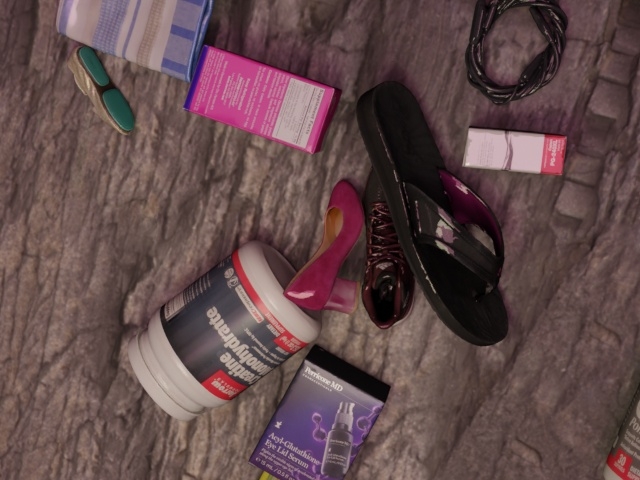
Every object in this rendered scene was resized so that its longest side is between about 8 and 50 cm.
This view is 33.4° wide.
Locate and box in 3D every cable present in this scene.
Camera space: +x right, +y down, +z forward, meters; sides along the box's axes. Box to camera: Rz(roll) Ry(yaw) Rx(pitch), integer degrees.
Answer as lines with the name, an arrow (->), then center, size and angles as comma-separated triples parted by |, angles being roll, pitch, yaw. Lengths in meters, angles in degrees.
cable -> 0.305, -0.301, 1.667 | 0.150, 0.047, 0.185 | 9, 95, 2

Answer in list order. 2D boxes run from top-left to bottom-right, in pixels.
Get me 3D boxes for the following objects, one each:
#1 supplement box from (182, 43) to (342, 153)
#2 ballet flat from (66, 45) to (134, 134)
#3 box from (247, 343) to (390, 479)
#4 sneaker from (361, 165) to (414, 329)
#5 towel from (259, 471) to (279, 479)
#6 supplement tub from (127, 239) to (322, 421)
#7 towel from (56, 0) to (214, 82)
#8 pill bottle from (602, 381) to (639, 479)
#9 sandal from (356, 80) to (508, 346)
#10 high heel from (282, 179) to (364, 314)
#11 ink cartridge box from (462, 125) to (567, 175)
supplement box -> -0.089, -0.223, 1.693 | 0.220, 0.111, 0.114 | 21, 99, 4
ballet flat -> -0.365, -0.243, 1.767 | 0.052, 0.057, 0.168 | -30, 88, 38
box -> 0.000, 0.300, 1.746 | 0.153, 0.108, 0.207 | 28, 100, 4
sneaker -> 0.113, 0.008, 1.666 | 0.106, 0.162, 0.281 | 0, 97, 8
towel -> -0.008, 0.473, 1.790 | 0.237, 0.021, 0.102 | 28, 69, 3
supplement tub -> -0.152, 0.146, 1.706 | 0.272, 0.191, 0.191 | -37, 91, 10
towel -> -0.295, -0.389, 1.692 | 0.285, 0.034, 0.209 | 24, 106, 23
pill bottle -> 0.571, 0.256, 1.626 | 0.176, 0.176, 0.319 | 21, 99, 5
sandal -> 0.191, -0.041, 1.632 | 0.107, 0.167, 0.446 | -21, 96, 41
high heel -> 0.000, 0.000, 1.663 | 0.117, 0.082, 0.244 | 15, 61, -22
ink cartridge box -> 0.298, -0.140, 1.649 | 0.150, 0.109, 0.063 | 7, 98, 7
